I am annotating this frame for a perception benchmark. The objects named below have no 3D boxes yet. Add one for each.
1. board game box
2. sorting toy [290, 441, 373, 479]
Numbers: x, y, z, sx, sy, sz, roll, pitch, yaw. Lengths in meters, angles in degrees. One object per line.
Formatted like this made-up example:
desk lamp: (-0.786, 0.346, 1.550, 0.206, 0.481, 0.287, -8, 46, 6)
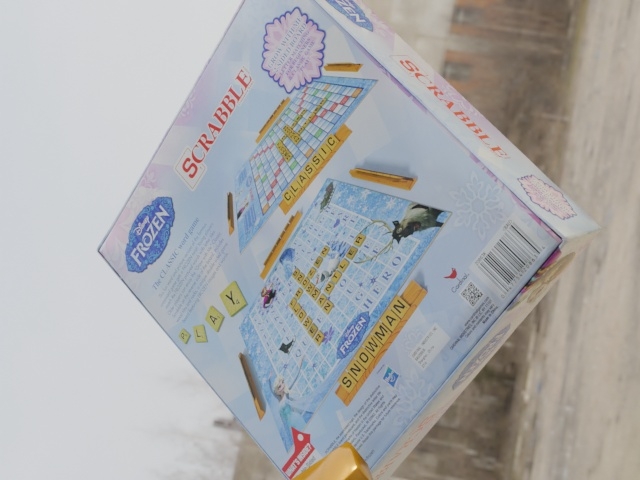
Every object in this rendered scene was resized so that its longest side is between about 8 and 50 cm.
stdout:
board game box: (0.000, 0.000, 0.933, 0.066, 0.318, 0.319, -13, -35, -54)
sorting toy: (-0.088, 0.233, 0.580, 0.041, 0.307, 0.229, 53, -175, -21)
